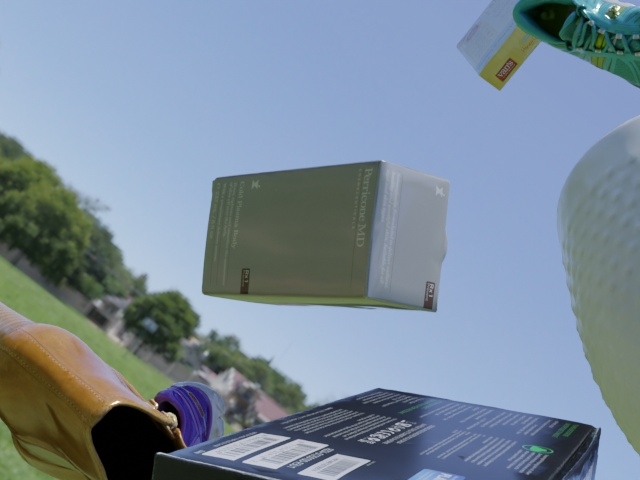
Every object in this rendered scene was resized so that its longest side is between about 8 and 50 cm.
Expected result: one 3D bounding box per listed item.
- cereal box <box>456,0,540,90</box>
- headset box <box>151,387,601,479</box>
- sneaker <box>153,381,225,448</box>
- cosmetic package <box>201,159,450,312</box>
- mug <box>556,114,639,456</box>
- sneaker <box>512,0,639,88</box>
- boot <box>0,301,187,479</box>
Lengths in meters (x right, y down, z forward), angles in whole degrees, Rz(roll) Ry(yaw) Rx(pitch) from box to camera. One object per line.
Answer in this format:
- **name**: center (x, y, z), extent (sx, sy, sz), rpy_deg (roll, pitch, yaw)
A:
- **cereal box**: center (0.286, -0.324, 1.477), extent (0.047, 0.173, 0.240), rpy_deg (35, 17, -13)
- **headset box**: center (0.028, 0.223, 0.428), extent (0.131, 0.283, 0.246), rpy_deg (7, -1, 22)
- **sneaker**: center (-0.128, 0.208, 0.857), extent (0.068, 0.170, 0.071), rpy_deg (-7, -10, 36)
- **cosmetic package**: center (0.000, 0.000, 0.940), extent (0.107, 0.127, 0.238), rpy_deg (13, -12, -40)
- **mug**: center (0.403, 0.042, 0.897), extent (0.276, 0.328, 0.374), rpy_deg (24, -50, -18)
- **sneaker**: center (0.345, -0.242, 1.195), extent (0.110, 0.107, 0.275), rpy_deg (-5, 24, -35)
- **boot**: center (-0.160, 0.168, 0.776), extent (0.211, 0.104, 0.295), rpy_deg (29, -21, 36)
